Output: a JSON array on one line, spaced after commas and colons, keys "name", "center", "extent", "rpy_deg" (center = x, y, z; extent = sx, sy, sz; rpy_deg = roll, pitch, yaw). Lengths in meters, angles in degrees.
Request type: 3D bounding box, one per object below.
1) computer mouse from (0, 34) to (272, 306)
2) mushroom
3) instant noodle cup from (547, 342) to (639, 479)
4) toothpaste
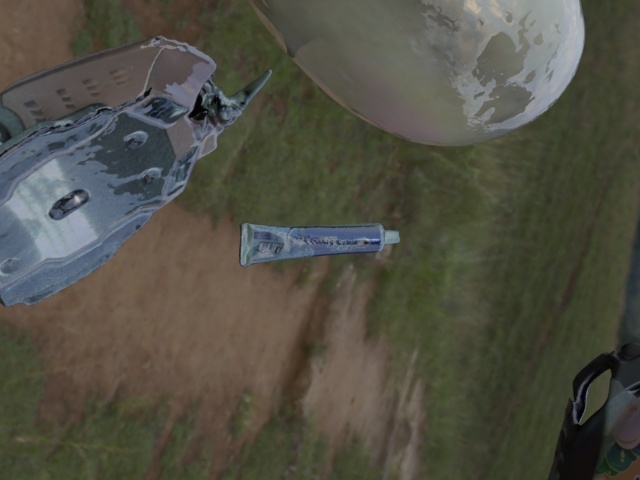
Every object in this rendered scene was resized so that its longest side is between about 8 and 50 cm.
[{"name": "computer mouse", "center": [-0.218, -0.084, 0.896], "extent": [0.389, 0.115, 0.199], "rpy_deg": [-35, 153, -17]}, {"name": "mushroom", "center": [0.073, -0.221, 0.805], "extent": [0.356, 0.315, 0.315], "rpy_deg": [-42, 149, -63]}, {"name": "instant noodle cup", "center": [0.302, 0.215, 0.663], "extent": [0.258, 0.181, 0.303], "rpy_deg": [-40, -130, 38]}, {"name": "toothpaste", "center": [0.000, -0.001, 1.609], "extent": [0.069, 0.268, 0.047], "rpy_deg": [107, -24, -53]}]
